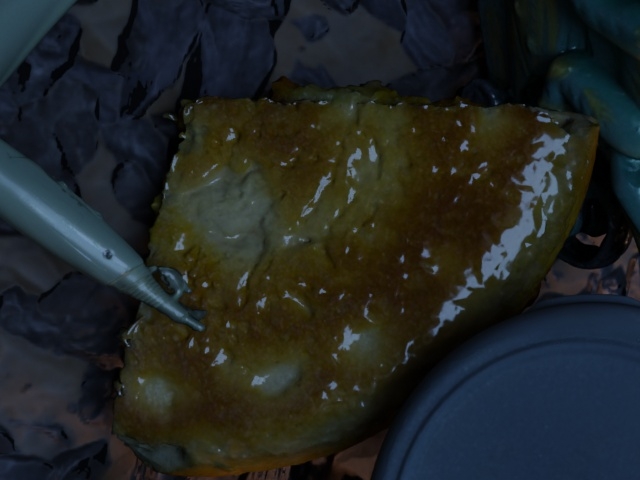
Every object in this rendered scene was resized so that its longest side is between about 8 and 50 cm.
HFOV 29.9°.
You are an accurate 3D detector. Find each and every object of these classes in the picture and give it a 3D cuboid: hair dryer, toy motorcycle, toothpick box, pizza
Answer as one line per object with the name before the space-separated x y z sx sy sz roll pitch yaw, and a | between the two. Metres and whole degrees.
hair dryer | -0.128 -0.052 0.645 0.206 0.075 0.237 -45 100 -19
toy motorcycle | 0.173 -0.121 0.726 0.109 0.198 0.297 -18 106 -27
toothpick box | 0.209 0.176 0.711 0.354 0.263 0.263 24 86 -62
pizza | 0.000 0.000 0.701 0.335 0.086 0.226 -38 81 6
